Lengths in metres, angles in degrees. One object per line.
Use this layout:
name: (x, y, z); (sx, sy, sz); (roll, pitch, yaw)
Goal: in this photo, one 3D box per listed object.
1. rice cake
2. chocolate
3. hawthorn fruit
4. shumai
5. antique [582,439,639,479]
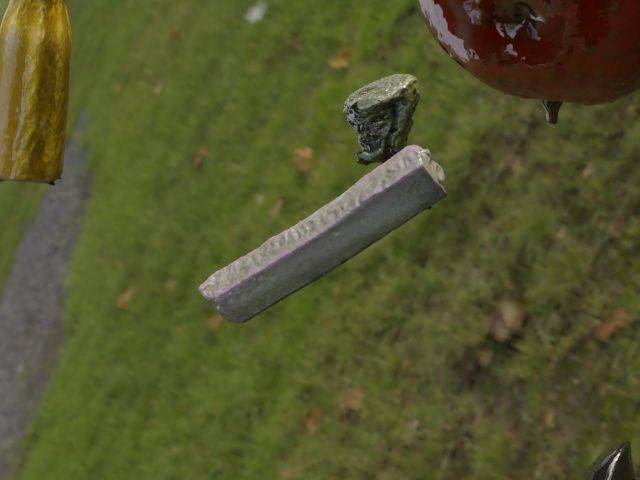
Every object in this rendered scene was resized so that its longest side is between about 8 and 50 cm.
rice cake: (0.000, 0.000, 1.074); (0.207, 0.047, 0.036); (-34, 30, 22)
chocolate: (-0.261, -0.162, 1.364); (0.085, 0.086, 0.219); (-114, 33, -69)
hawthorn fruit: (0.198, -0.234, 1.171); (0.275, 0.275, 0.299); (-103, 16, -65)
shumai: (0.067, -0.108, 1.402); (0.083, 0.080, 0.082); (-17, 20, 31)
antique: (0.170, 0.237, 0.878); (0.255, 0.322, 0.185); (-43, 60, 43)
